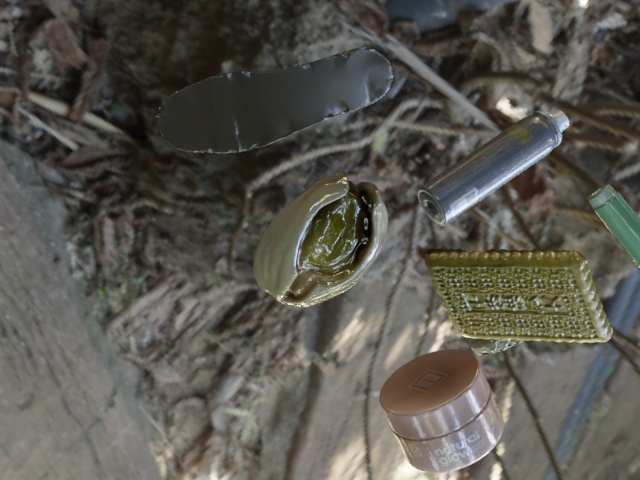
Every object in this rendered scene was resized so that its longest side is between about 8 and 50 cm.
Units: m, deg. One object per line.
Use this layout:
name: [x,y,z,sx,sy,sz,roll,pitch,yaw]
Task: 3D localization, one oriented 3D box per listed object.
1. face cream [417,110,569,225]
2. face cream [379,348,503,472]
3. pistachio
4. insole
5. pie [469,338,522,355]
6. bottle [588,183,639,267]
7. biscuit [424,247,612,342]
face cream: [0.285,-0.126,1.748,0.283,0.073,0.073,-33,142,-16]
face cream: [0.167,0.234,1.496,0.149,0.149,0.104,-34,113,-22]
pistachio: [0.000,0.000,1.422,0.138,0.153,0.238,21,143,-21]
insole: [-0.061,-0.187,1.463,0.328,0.007,0.111,-15,111,3]
pie: [0.360,0.144,1.976,0.195,0.046,0.195,-33,-174,4]
bottle: [0.287,-0.014,1.018,0.030,0.083,0.030,-39,-179,1]
biscuit: [0.279,0.082,1.564,0.029,0.255,0.172,-57,131,-36]
